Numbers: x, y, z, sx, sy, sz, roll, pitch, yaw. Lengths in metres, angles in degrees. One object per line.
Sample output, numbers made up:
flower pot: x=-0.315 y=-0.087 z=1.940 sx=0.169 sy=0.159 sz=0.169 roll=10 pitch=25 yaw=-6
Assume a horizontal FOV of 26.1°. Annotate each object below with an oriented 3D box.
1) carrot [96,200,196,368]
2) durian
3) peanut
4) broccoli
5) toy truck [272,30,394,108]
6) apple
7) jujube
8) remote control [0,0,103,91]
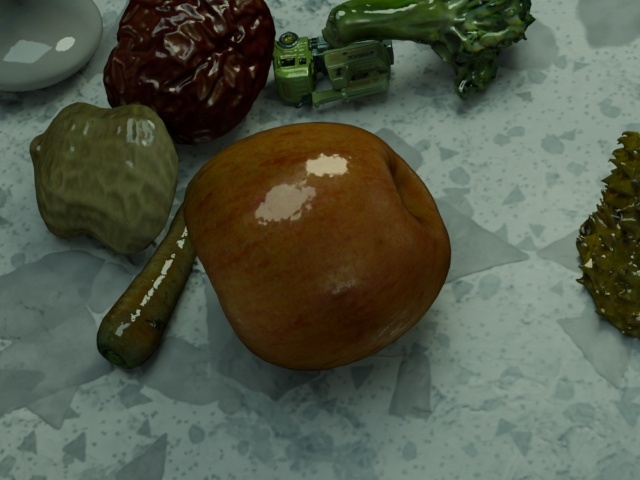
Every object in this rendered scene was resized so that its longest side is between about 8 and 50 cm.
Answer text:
carrot: x=-0.196 y=0.033 z=1.757 sx=0.078 sy=0.078 sz=0.298 roll=12 pitch=55 yaw=19
durian: x=0.399 y=0.016 z=1.634 sx=0.195 sy=0.185 sz=0.305 roll=-38 pitch=62 yaw=13
peanut: x=-0.288 y=-0.086 z=1.798 sx=0.233 sy=0.110 sz=0.197 roll=10 pitch=100 yaw=24
broccoli: x=0.149 y=-0.278 z=1.845 sx=0.274 sy=0.199 sz=0.177 roll=-31 pitch=24 yaw=-10
toy truck: x=0.017 y=-0.234 z=1.892 sx=0.168 sy=0.077 sz=0.100 roll=-5 pitch=54 yaw=5
apple: x=0.000 y=0.000 z=1.598 sx=0.275 sy=0.299 sz=0.299 roll=-25 pitch=54 yaw=7
jujube: x=-0.175 y=-0.252 z=1.852 sx=0.212 sy=0.213 sz=0.232 roll=16 pitch=75 yaw=21
remote control: x=-0.458 y=-0.336 z=2.041 sx=0.221 sy=0.103 sz=0.332 roll=-27 pitch=54 yaw=-20
